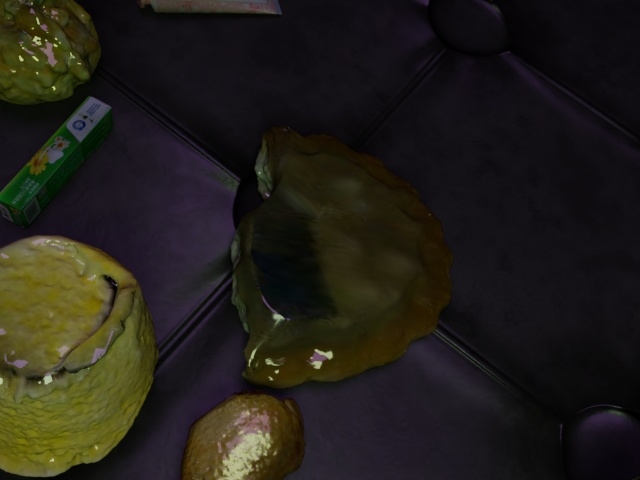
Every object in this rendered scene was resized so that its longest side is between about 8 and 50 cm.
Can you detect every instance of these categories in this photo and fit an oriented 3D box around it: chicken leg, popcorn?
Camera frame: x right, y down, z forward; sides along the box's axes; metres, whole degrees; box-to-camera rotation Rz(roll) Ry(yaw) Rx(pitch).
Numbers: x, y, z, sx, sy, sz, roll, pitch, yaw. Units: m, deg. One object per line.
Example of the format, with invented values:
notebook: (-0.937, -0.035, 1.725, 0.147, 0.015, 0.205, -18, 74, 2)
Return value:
chicken leg: (-0.111, 0.247, 0.604, 0.107, 0.087, 0.251, 33, 67, 17)
popcorn: (-0.358, -0.250, 0.778, 0.173, 0.142, 0.174, -5, 67, 12)

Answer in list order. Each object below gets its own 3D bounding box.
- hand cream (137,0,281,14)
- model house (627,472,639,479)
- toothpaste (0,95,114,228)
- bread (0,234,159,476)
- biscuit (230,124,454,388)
hand cream: (-0.163, -0.361, 0.930, 0.209, 0.043, 0.067, -8, 67, -23)
model house: (0.309, 0.403, 0.536, 0.282, 0.297, 0.317, -40, 80, 18)
toothpaste: (-0.314, -0.096, 0.753, 0.037, 0.043, 0.179, 26, 61, 4)
bread: (-0.251, 0.105, 0.594, 0.197, 0.171, 0.197, 5, 50, -6)
biscuit: (0.000, 0.000, 0.761, 0.329, 0.078, 0.335, -26, 74, -28)
